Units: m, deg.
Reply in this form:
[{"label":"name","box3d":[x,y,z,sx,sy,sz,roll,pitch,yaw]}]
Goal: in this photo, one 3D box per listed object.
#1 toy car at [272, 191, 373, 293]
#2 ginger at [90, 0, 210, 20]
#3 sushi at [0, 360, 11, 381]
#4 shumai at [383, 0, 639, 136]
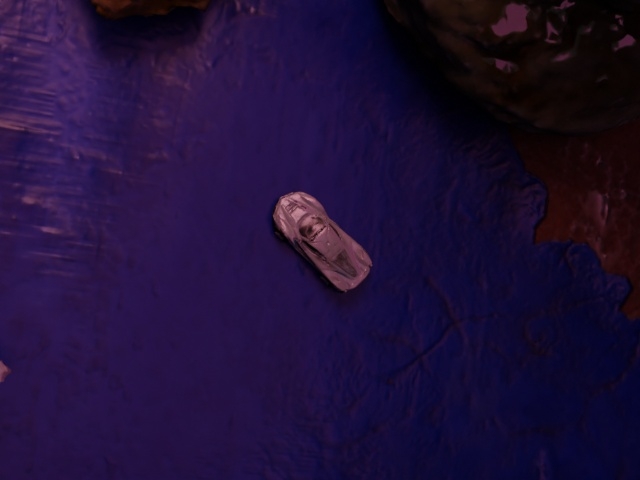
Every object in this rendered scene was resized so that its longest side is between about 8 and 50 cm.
[{"label":"toy car","box3d":[0.000,0.000,0.846,0.093,0.025,0.041,45,77,-9]},{"label":"ginger","box3d":[-0.064,-0.276,0.773,0.294,0.086,0.131,-44,126,7]},{"label":"sushi","box3d":[-0.413,0.093,0.716,0.292,0.059,0.294,43,78,-10]},{"label":"shumai","box3d":[0.212,-0.289,0.762,0.324,0.323,0.397,1,86,-13]}]
